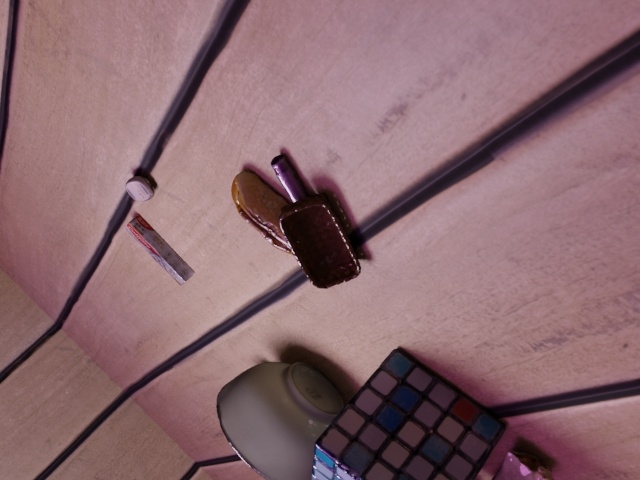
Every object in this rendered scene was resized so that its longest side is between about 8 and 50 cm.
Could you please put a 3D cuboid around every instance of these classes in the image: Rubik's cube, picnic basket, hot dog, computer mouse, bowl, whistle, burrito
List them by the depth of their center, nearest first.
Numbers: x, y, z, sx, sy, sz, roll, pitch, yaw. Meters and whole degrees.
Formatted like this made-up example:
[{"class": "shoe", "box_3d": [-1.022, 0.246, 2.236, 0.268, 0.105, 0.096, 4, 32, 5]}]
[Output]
[{"class": "picnic basket", "box_3d": [0.000, 0.000, 1.559, 0.110, 0.054, 0.193, -20, 121, 11]}, {"class": "whistle", "box_3d": [-0.041, -0.084, 1.560, 0.033, 0.033, 0.176, 5, 133, 49]}, {"class": "hot dog", "box_3d": [-0.090, -0.039, 1.645, 0.242, 0.073, 0.084, 40, 157, 8]}, {"class": "Rubik's cube", "box_3d": [0.174, 0.459, 1.744, 0.292, 0.293, 0.287, 32, 149, 17]}, {"class": "burrito", "box_3d": [0.414, 0.552, 1.780, 0.117, 0.076, 0.392, 32, 149, 20]}, {"class": "computer mouse", "box_3d": [-0.432, -0.129, 2.002, 0.096, 0.039, 0.066, -10, 122, 48]}, {"class": "bowl", "box_3d": [-0.064, 0.427, 2.048, 0.354, 0.354, 0.185, 42, 108, 4]}]

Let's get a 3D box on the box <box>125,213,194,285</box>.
[{"class": "box", "box_3d": [-0.429, 0.027, 2.204, 0.218, 0.039, 0.055, 47, 153, -7]}]
